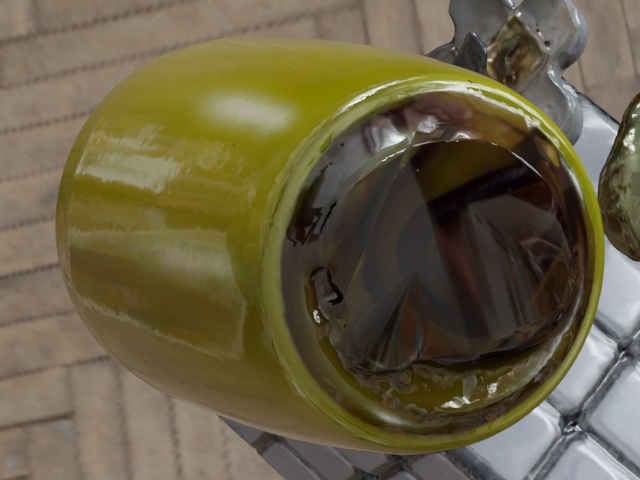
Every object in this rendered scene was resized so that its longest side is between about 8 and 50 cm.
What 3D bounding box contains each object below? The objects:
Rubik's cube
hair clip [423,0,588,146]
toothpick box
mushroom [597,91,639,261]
[{"bbox_3d":[0.139,0.091,1.597,0.344,0.337,0.344,41,67,1],"label":"Rubik's cube"},{"bbox_3d":[0.088,-0.075,1.271,0.146,0.075,0.257,55,131,20],"label":"hair clip"},{"bbox_3d":[0.000,0.000,0.764,0.175,0.271,0.175,-2,95,-21],"label":"toothpick box"},{"bbox_3d":[0.259,-0.050,0.881,0.087,0.333,0.107,31,69,-24],"label":"mushroom"}]
